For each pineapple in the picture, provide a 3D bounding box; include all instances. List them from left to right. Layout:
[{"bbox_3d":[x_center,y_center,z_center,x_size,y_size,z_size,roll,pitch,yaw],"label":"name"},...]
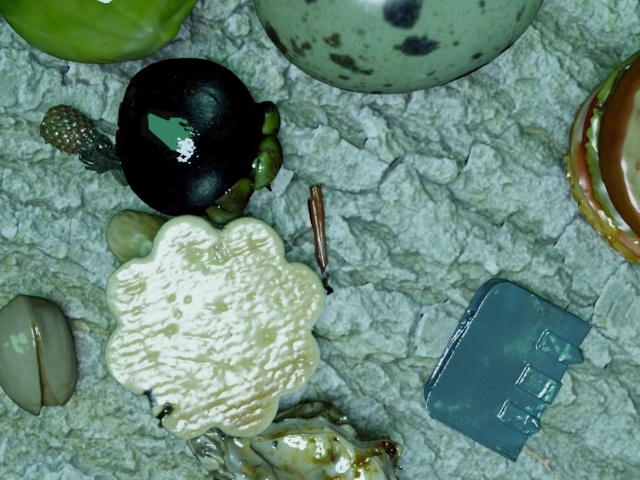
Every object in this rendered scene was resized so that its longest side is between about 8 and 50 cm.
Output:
[{"bbox_3d":[-0.349,-0.143,0.967,0.159,0.074,0.074,36,93,1],"label":"pineapple"}]

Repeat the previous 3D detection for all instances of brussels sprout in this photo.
[{"bbox_3d":[-0.309,-0.408,0.876,0.343,0.268,0.344,2,80,-15],"label":"brussels sprout"}]

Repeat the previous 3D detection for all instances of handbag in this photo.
[{"bbox_3d":[0.272,0.185,0.919,0.179,0.062,0.229,28,93,1],"label":"handbag"}]

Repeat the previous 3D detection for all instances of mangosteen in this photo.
[{"bbox_3d":[-0.167,-0.137,0.885,0.242,0.243,0.243,0,91,5],"label":"mangosteen"}]

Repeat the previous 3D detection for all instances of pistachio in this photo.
[{"bbox_3d":[-0.430,0.170,0.948,0.124,0.124,0.185,-17,96,5],"label":"pistachio"}]

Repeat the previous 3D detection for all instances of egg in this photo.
[{"bbox_3d":[0.101,-0.333,0.815,0.379,0.287,0.288,7,91,-2],"label":"egg"}]

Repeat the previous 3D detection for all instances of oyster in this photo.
[{"bbox_3d":[-0.045,0.323,0.912,0.336,0.133,0.198,10,93,8],"label":"oyster"}]

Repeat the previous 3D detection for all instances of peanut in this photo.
[{"bbox_3d":[-0.230,0.050,0.934,0.120,0.110,0.236,-42,88,-1],"label":"peanut"}]

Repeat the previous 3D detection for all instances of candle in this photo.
[{"bbox_3d":[-0.001,0.000,0.959,0.026,0.021,0.168,-6,89,-15],"label":"candle"}]

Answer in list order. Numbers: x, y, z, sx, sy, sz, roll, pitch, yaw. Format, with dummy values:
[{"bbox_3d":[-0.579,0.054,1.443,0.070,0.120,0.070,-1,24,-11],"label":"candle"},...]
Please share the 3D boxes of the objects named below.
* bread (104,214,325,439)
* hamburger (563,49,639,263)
[{"bbox_3d":[-0.143,0.115,0.860,0.315,0.054,0.316,0,91,-10],"label":"bread"},{"bbox_3d":[0.490,-0.113,0.800,0.329,0.250,0.330,0,93,8],"label":"hamburger"}]
